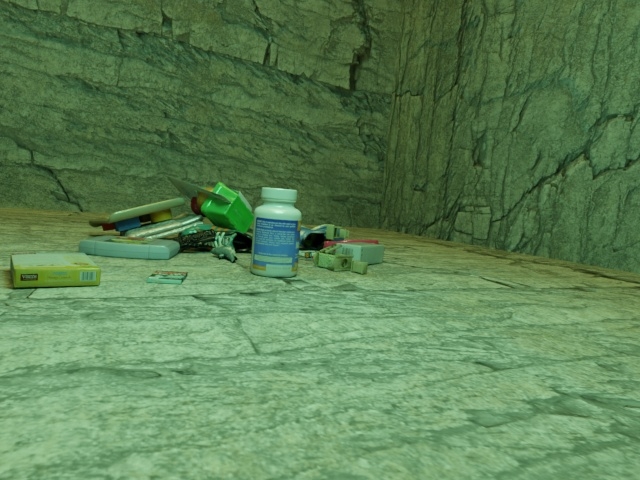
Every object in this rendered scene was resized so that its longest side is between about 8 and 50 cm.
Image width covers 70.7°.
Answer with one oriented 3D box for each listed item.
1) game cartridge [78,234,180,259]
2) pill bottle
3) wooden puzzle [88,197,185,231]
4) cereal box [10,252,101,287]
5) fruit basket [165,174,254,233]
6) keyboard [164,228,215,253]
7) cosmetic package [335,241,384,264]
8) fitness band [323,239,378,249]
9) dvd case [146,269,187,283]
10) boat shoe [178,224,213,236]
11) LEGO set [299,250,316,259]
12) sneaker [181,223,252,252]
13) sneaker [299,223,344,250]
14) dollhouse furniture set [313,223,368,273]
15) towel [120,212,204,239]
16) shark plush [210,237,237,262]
[{"bbox_3d":[-0.659,0.024,1.567,0.295,0.060,0.196,4,9,-6],"label":"game cartridge"},{"bbox_3d":[-0.138,-0.028,1.427,0.153,0.271,0.152,5,6,-1],"label":"pill bottle"},{"bbox_3d":[-0.797,-0.101,1.969,0.322,0.080,0.348,-20,10,-39],"label":"wooden puzzle"},{"bbox_3d":[-0.654,0.068,1.106,0.173,0.047,0.240,2,6,-35],"label":"cereal box"},{"bbox_3d":[-0.471,-0.161,1.983,0.353,0.165,0.327,25,-19,31],"label":"fruit basket"},{"bbox_3d":[-0.496,-0.006,1.726,0.192,0.038,0.100,-16,43,-17],"label":"keyboard"},{"bbox_3d":[0.166,0.054,1.874,0.118,0.085,0.231,8,4,33],"label":"cosmetic package"},{"bbox_3d":[0.142,0.027,2.108,0.209,0.054,0.291,-4,-2,44],"label":"fitness band"},{"bbox_3d":[-0.409,0.098,1.212,0.087,0.013,0.119,4,4,-10],"label":"dvd case"},{"bbox_3d":[-0.566,-0.023,2.065,0.076,0.080,0.229,-25,-2,35],"label":"boat shoe"},{"bbox_3d":[-0.070,0.066,1.811,0.183,0.060,0.244,-3,0,-33],"label":"LEGO set"},{"bbox_3d":[-0.404,-0.007,1.829,0.303,0.108,0.121,4,1,-23],"label":"sneaker"},{"bbox_3d":[0.000,0.000,2.226,0.330,0.129,0.147,-4,24,-41],"label":"sneaker"},{"bbox_3d":[0.074,0.028,1.626,0.101,0.160,0.182,0,6,-42],"label":"dollhouse furniture set"},{"bbox_3d":[-0.697,-0.059,1.969,0.317,0.053,0.332,-18,14,-26],"label":"towel"},{"bbox_3d":[-0.345,0.059,1.650,0.067,0.073,0.161,-19,38,-26],"label":"shark plush"}]
